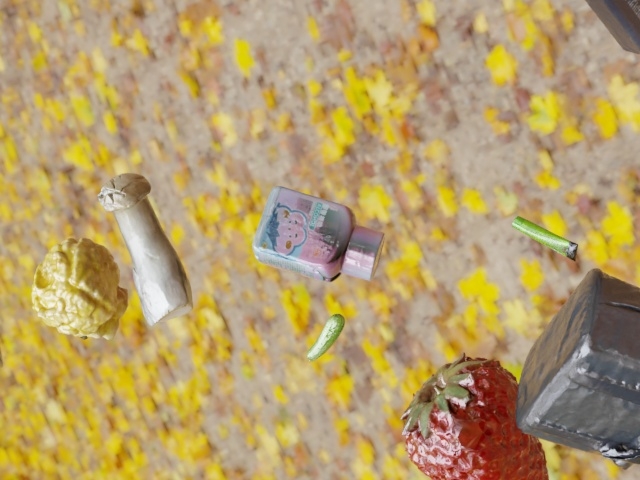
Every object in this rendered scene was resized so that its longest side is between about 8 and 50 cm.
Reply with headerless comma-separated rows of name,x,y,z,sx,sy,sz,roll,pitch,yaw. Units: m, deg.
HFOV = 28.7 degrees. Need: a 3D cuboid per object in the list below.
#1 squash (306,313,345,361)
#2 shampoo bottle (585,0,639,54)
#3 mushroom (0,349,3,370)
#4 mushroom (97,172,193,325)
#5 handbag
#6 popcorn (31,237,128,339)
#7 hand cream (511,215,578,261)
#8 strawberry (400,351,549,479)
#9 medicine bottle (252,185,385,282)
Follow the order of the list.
squash,0.008,0.140,1.780,0.027,0.027,0.089,49,122,31
shampoo bottle,0.330,-0.350,1.488,0.309,0.098,0.071,39,174,-39
mushroom,-0.413,0.019,1.178,0.328,0.122,0.159,60,157,-9
mushroom,-0.248,0.009,1.802,0.092,0.081,0.223,-34,-75,-76
handbag,0.369,0.160,1.560,0.181,0.181,0.254,20,139,-3
popcorn,-0.409,0.086,2.150,0.180,0.180,0.170,49,139,31
hand cream,0.368,-0.005,2.046,0.122,0.023,0.036,32,138,33
strawberry,0.244,0.302,1.867,0.244,0.205,0.205,48,157,-15
medicine bottle,0.000,0.000,1.942,0.188,0.119,0.094,17,166,7
